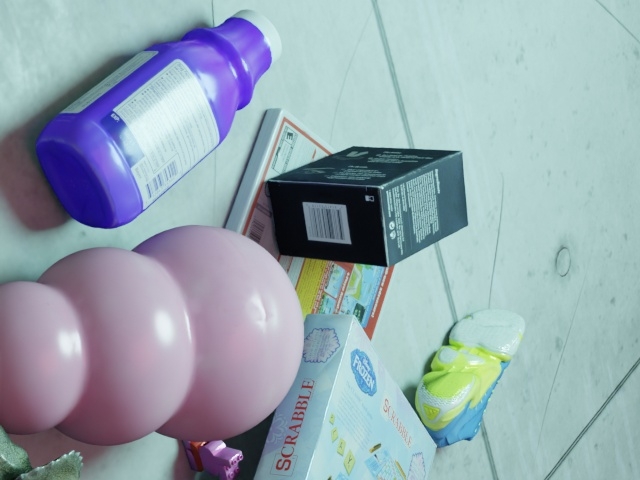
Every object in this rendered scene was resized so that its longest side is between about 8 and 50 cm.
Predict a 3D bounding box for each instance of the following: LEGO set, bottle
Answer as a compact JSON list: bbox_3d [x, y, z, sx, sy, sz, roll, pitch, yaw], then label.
[{"bbox_3d":[-0.105,0.321,1.254,0.087,0.093,0.227,-34,119,-42],"label":"LEGO set"},{"bbox_3d":[-0.145,-0.130,1.155,0.283,0.092,0.118,-47,128,-36],"label":"bottle"}]

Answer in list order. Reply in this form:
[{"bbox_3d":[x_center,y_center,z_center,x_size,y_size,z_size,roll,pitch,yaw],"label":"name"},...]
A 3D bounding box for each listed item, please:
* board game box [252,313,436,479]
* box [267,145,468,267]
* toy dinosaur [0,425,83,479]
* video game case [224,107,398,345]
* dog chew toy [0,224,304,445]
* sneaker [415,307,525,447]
[{"bbox_3d":[0.025,0.299,1.346,0.318,0.066,0.318,59,40,-46],"label":"board game box"},{"bbox_3d":[0.055,-0.041,1.311,0.158,0.156,0.093,-26,114,-45],"label":"box"},{"bbox_3d":[-0.305,0.165,0.937,0.313,0.160,0.121,39,44,-19],"label":"toy dinosaur"},{"bbox_3d":[0.000,0.000,1.392,0.285,0.025,0.204,35,68,-46],"label":"video game case"},{"bbox_3d":[-0.177,0.094,1.075,0.332,0.207,0.206,-5,99,-41],"label":"dog chew toy"},{"bbox_3d":[0.200,0.192,1.620,0.240,0.091,0.126,-37,139,-41],"label":"sneaker"}]
